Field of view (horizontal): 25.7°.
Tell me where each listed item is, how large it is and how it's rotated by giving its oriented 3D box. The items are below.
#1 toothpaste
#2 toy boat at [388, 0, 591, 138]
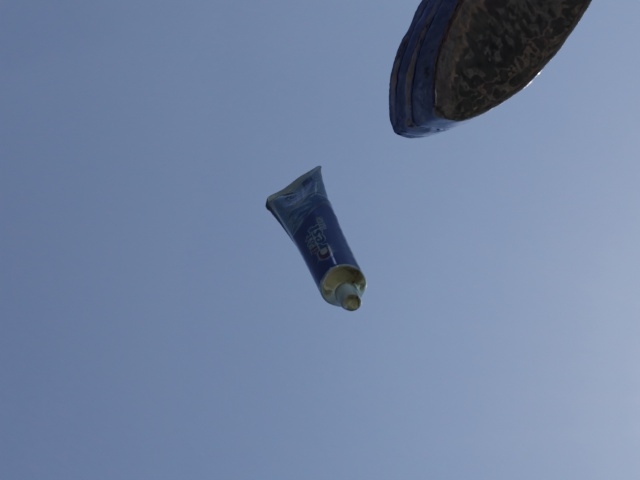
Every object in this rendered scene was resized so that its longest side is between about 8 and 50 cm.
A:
[{"bbox_3d":[0.001,-0.001,1.480,0.047,0.268,0.069,18,-68,-23],"label":"toothpaste"},{"bbox_3d":[0.161,-0.205,1.288,0.127,0.078,0.283,45,-107,-24],"label":"toy boat"}]
